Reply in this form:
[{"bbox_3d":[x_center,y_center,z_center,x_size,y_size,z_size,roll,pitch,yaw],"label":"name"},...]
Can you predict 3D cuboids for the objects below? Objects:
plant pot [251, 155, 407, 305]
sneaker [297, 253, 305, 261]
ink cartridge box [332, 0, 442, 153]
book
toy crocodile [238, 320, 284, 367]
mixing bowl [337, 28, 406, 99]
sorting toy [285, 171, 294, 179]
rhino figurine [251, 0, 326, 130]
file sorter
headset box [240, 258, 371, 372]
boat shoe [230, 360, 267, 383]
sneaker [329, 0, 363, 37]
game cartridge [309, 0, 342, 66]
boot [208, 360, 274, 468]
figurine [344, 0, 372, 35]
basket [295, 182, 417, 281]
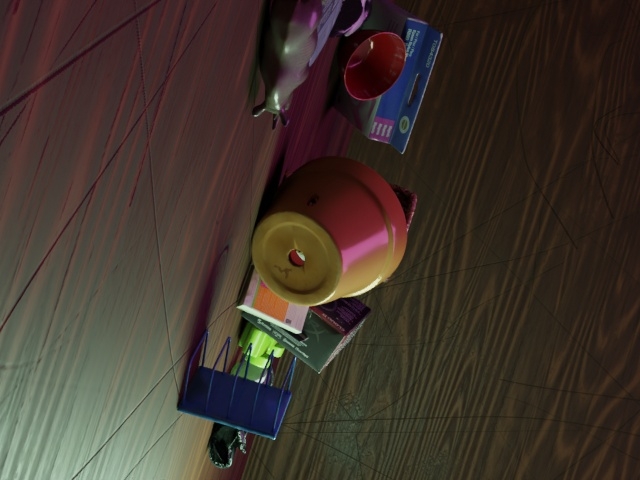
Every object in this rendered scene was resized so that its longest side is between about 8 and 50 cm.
[{"bbox_3d":[0.000,0.000,1.890,0.203,0.291,0.291,-38,149,-56],"label":"plant pot"},{"bbox_3d":[-0.013,-0.015,2.715,0.127,0.126,0.321,-56,163,-59],"label":"sneaker"},{"bbox_3d":[0.162,-0.435,2.479,0.330,0.071,0.324,50,-52,54],"label":"ink cartridge box"},{"bbox_3d":[-0.090,0.119,1.969,0.035,0.144,0.096,-21,-133,58],"label":"book"},{"bbox_3d":[-0.133,0.216,2.255,0.115,0.105,0.340,-66,173,7],"label":"toy crocodile"},{"bbox_3d":[0.109,-0.446,2.348,0.181,0.098,0.181,-23,138,-23],"label":"mixing bowl"},{"bbox_3d":[-0.068,-0.102,2.073,0.075,0.045,0.083,117,-7,-59],"label":"sorting toy"},{"bbox_3d":[-0.047,-0.249,1.312,0.106,0.073,0.243,-74,-179,-48],"label":"rhino figurine"},{"bbox_3d":[-0.135,0.235,1.608,0.118,0.170,0.104,-67,171,-59],"label":"file sorter"},{"bbox_3d":[-0.031,0.163,2.137,0.110,0.218,0.293,-57,172,15],"label":"headset box"},{"bbox_3d":[-0.188,0.348,2.227,0.219,0.077,0.070,-44,152,-66],"label":"boat shoe"},{"bbox_3d":[0.047,-0.450,1.871,0.178,0.072,0.077,-63,-177,-34],"label":"sneaker"},{"bbox_3d":[-0.004,-0.382,1.493,0.297,0.062,0.198,-67,179,-57],"label":"game cartridge"},{"bbox_3d":[-0.188,0.412,2.324,0.207,0.094,0.246,-77,-169,-83],"label":"boot"},{"bbox_3d":[0.097,-0.548,2.079,0.215,0.092,0.209,-62,174,-68],"label":"figurine"},{"bbox_3d":[0.073,-0.051,2.454,0.213,0.299,0.223,-56,166,-74],"label":"basket"}]
